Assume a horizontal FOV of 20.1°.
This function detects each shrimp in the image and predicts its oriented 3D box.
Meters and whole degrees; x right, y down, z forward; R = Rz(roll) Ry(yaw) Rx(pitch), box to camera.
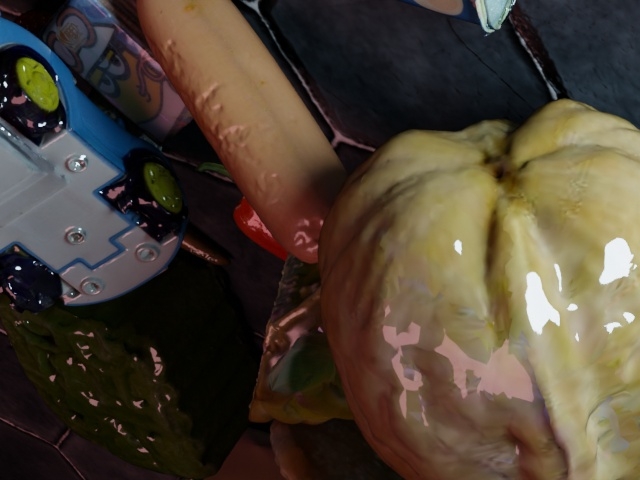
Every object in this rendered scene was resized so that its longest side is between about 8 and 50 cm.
[{"bbox_3d":[0.154,0.255,1.719,0.446,0.221,0.110,23,122,-17],"label":"shrimp"}]

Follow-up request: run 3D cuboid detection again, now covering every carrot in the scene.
[{"bbox_3d":[-0.201,-0.042,1.840,0.254,0.049,0.049,31,149,0],"label":"carrot"}]

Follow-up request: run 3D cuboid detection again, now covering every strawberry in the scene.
[{"bbox_3d":[-0.268,-0.175,1.683,0.073,0.083,0.073,34,154,19],"label":"strawberry"}]

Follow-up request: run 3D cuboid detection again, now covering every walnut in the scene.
[{"bbox_3d":[0.156,0.068,1.384,0.306,0.306,0.344,14,132,33],"label":"walnut"}]

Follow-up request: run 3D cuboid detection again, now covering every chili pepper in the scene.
[{"bbox_3d":[0.000,0.000,1.668,0.272,0.063,0.071,31,125,5],"label":"chili pepper"}]

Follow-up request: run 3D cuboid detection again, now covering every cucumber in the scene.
[{"bbox_3d":[-0.186,-0.102,1.716,0.064,0.064,0.112,21,142,24],"label":"cucumber"}]

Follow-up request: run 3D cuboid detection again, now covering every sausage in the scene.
[{"bbox_3d":[-0.058,-0.103,1.486,0.289,0.086,0.086,55,152,13],"label":"sausage"}]

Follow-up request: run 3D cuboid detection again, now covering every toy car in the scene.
[{"bbox_3d":[-0.256,-0.072,1.623,0.198,0.166,0.314,-31,129,26],"label":"toy car"}]

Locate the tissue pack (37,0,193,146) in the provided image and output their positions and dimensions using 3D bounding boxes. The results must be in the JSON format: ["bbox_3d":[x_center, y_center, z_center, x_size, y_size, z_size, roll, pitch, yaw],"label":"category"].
[{"bbox_3d":[-0.164,-0.165,1.604,0.155,0.065,0.115,42,148,-10],"label":"tissue pack"}]

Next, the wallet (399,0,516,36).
[{"bbox_3d":[0.043,-0.232,1.314,0.202,0.059,0.141,21,153,27],"label":"wallet"}]

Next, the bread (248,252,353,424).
[{"bbox_3d":[0.033,0.071,1.578,0.156,0.158,0.260,13,128,-2],"label":"bread"}]

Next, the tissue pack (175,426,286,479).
[{"bbox_3d":[-0.057,0.333,2.044,0.257,0.215,0.123,13,153,34],"label":"tissue pack"}]

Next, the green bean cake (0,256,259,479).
[{"bbox_3d":[-0.207,0.123,1.956,0.250,0.156,0.247,16,142,31],"label":"green bean cake"}]
